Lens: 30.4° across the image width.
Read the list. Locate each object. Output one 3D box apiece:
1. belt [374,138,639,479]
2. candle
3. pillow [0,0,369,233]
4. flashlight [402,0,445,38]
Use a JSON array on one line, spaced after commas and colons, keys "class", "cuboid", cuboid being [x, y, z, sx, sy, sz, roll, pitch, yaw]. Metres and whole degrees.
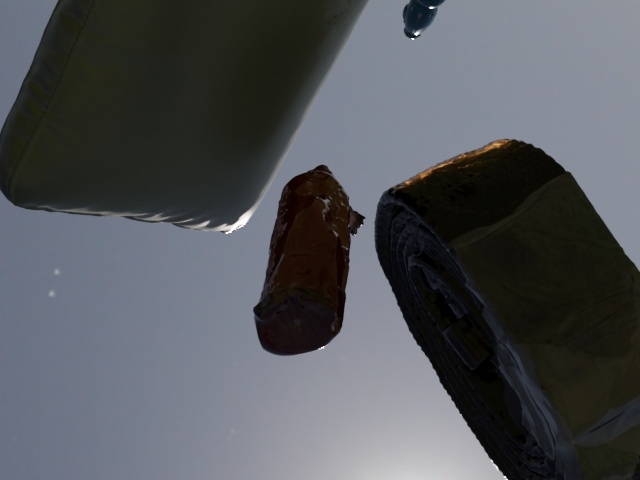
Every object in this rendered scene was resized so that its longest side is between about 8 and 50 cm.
[{"class": "belt", "cuboid": [0.171, 0.059, 0.900, 0.164, 0.184, 0.289, -25, -107, -19]}, {"class": "candle", "cuboid": [0.000, 0.000, 0.574, 0.048, 0.053, 0.162, 20, -151, -6]}, {"class": "pillow", "cuboid": [-0.082, -0.153, 0.872, 0.255, 0.322, 0.120, 7, -150, -47]}, {"class": "flashlight", "cuboid": [0.143, -0.319, 1.620, 0.051, 0.129, 0.051, 4, -115, -8]}]
